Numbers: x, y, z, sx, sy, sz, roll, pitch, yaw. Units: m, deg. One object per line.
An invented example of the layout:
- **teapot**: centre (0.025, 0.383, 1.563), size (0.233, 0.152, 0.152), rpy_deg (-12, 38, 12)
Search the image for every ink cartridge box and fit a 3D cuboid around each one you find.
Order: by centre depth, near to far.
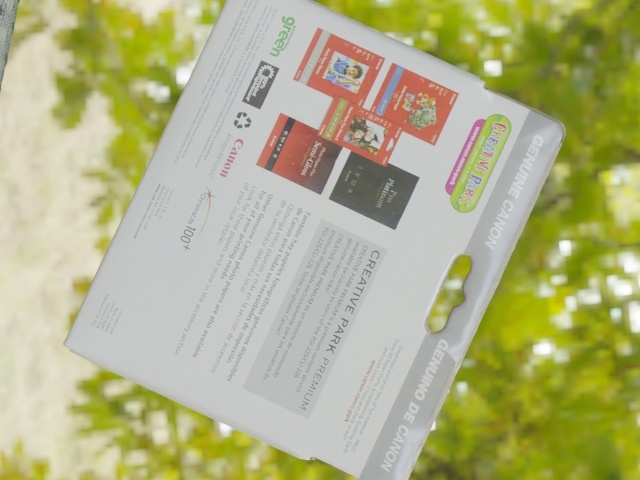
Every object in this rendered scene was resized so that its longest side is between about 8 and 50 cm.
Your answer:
- **ink cartridge box**: centre (0.000, 0.000, 1.503), size (0.309, 0.272, 0.130), rpy_deg (-64, 176, -3)

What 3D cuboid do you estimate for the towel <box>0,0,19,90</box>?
- **towel**: centre (-0.216, -0.220, 0.841), size (0.312, 0.056, 0.324), rpy_deg (45, 45, -49)
